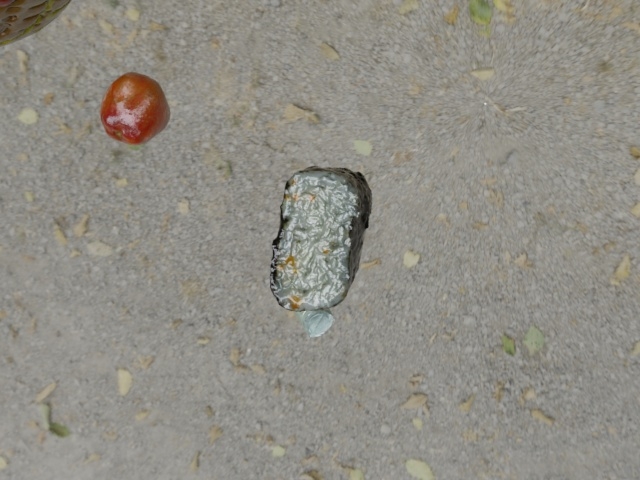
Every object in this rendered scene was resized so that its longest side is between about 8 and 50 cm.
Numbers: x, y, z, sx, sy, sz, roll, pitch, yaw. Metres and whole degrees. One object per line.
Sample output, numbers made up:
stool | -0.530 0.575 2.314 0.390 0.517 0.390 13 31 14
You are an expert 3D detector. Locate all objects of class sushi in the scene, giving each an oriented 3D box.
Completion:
sushi | 0.000 0.000 1.000 0.136 0.126 0.225 14 107 19

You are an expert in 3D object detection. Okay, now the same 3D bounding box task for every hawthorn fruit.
hawthorn fruit | -0.368 -0.255 1.287 0.133 0.137 0.132 10 148 7

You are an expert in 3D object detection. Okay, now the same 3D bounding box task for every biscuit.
biscuit | -0.652 -0.482 1.341 0.070 0.350 0.394 62 152 -8

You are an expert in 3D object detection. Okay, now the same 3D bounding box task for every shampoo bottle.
shampoo bottle | -0.032 0.108 1.287 0.072 0.212 0.049 -41 122 3
